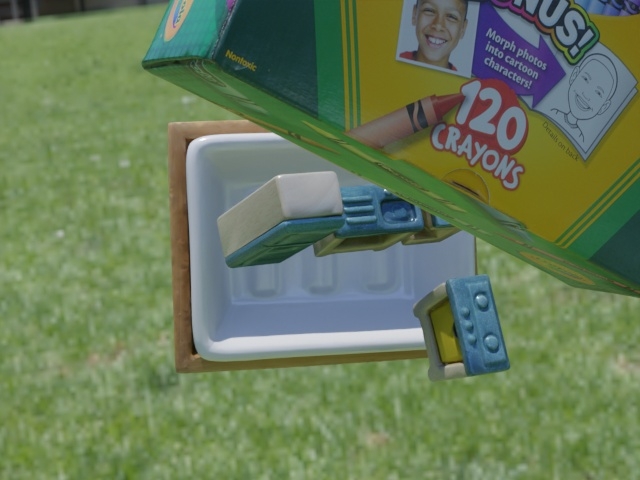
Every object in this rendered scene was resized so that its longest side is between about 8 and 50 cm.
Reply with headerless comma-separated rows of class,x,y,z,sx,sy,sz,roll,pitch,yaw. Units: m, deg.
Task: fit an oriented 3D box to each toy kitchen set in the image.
toy kitchen set,0.048,0.036,1.202,0.207,0.166,0.122,-6,-13,-27

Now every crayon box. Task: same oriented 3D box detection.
crayon box,0.075,-0.098,0.718,0.278,0.165,0.081,25,-8,-28

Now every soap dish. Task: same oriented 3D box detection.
soap dish,0.000,0.000,1.420,0.291,0.229,0.118,-3,2,-14
